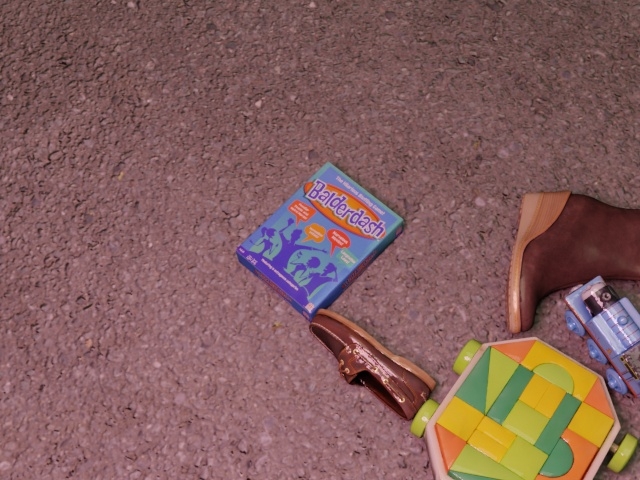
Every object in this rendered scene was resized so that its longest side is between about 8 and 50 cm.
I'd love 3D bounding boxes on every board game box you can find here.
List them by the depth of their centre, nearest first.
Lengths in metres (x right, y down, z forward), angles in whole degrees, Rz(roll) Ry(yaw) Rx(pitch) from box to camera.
[{"bbox_3d":[0.000,0.000,1.539,0.160,0.047,0.210,38,71,20],"label":"board game box"}]

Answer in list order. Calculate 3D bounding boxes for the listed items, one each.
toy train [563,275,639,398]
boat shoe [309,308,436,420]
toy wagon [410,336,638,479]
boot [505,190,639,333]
[{"bbox_3d":[0.409,0.132,1.372,0.080,0.105,0.184,-30,76,-12],"label":"toy train"},{"bbox_3d":[0.063,0.177,1.435,0.207,0.073,0.073,33,68,18],"label":"boat shoe"},{"bbox_3d":[0.256,0.290,1.349,0.267,0.068,0.344,31,58,17],"label":"toy wagon"},{"bbox_3d":[0.384,0.037,1.471,0.207,0.090,0.248,11,62,11],"label":"boot"}]
